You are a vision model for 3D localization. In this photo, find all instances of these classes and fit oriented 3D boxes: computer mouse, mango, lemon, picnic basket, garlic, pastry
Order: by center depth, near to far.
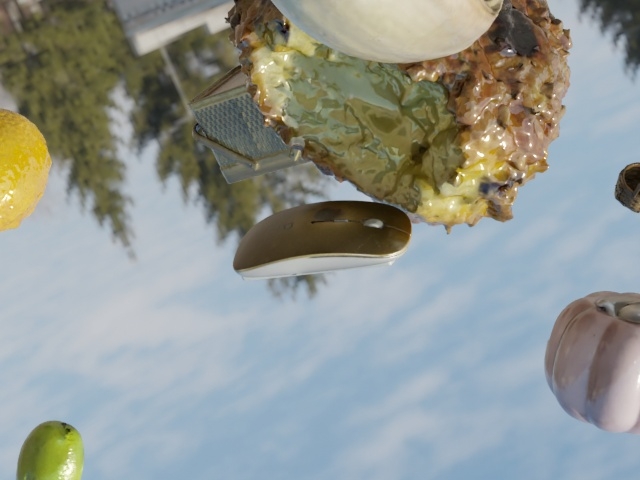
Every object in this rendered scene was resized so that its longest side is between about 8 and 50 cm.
[{"bbox_3d":[0.042,-0.215,0.978,0.145,0.245,0.164,-15,-137,43],"label":"garlic"},{"bbox_3d":[-0.001,-0.001,1.434,0.199,0.045,0.102,-6,-146,19],"label":"computer mouse"},{"bbox_3d":[0.113,-0.217,1.538,0.337,0.405,0.292,-44,167,-46],"label":"pastry"},{"bbox_3d":[-0.328,0.284,1.580,0.074,0.165,0.091,11,-149,-19],"label":"mango"},{"bbox_3d":[-0.414,-0.082,1.659,0.142,0.142,0.187,-14,-131,31],"label":"lemon"},{"bbox_3d":[0.439,-0.085,1.798,0.072,0.072,0.083,-32,158,-32],"label":"picnic basket"},{"bbox_3d":[-0.052,-0.199,1.979,0.267,0.139,0.165,-13,-158,38],"label":"picnic basket"}]

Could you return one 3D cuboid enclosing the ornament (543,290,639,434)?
[{"bbox_3d":[0.348,0.131,1.529,0.177,0.177,0.177,-22,-166,6],"label":"ornament"}]
